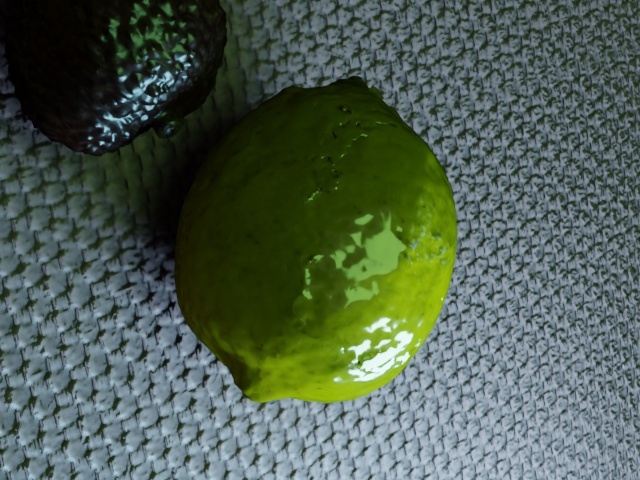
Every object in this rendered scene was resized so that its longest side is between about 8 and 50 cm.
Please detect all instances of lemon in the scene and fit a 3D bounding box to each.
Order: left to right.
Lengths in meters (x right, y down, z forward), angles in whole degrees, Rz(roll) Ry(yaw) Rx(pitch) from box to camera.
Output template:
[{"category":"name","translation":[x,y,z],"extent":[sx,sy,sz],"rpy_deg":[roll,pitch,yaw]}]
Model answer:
[{"category":"lemon","translation":[0.000,0.000,1.221],"extent":[0.253,0.253,0.310],"rpy_deg":[31,69,-39]}]

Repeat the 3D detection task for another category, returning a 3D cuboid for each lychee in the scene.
[{"category":"lychee","translation":[-0.166,-0.162,1.111],"extent":[0.194,0.194,0.194],"rpy_deg":[-2,93,-42]}]
